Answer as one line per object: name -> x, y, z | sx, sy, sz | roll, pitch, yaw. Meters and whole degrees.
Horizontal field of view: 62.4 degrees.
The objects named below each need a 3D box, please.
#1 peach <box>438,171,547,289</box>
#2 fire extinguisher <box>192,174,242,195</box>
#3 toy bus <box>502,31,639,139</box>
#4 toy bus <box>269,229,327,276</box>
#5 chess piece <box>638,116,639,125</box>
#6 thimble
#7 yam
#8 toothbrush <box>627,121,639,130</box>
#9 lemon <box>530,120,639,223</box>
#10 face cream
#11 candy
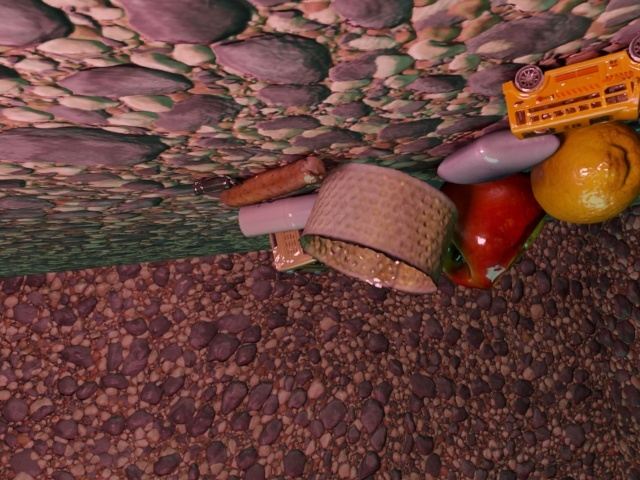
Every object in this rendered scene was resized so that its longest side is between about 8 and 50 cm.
peach -> 0.357, -0.044, 1.092 | 0.275, 0.245, 0.248 | -32, 180, -24
fire extinguisher -> -0.178, -0.098, 0.906 | 0.083, 0.025, 0.038 | -8, 152, 16
toy bus -> 0.285, -0.157, 0.562 | 0.162, 0.074, 0.070 | -8, 174, 29
toy bus -> 0.000, 0.000, 1.488 | 0.202, 0.176, 0.365 | -15, 172, 20
chess piece -> 0.555, -0.191, 0.829 | 0.093, 0.042, 0.042 | -19, 170, 34
thimble -> 0.106, -0.016, 0.959 | 0.271, 0.150, 0.271 | 19, 166, 5
yam -> -0.087, -0.098, 0.904 | 0.057, 0.056, 0.241 | -3, 175, -45
toothbrush -> 0.596, -0.202, 0.868 | 0.220, 0.016, 0.019 | -9, 174, 22
lemon -> 0.432, -0.109, 0.853 | 0.170, 0.170, 0.207 | -7, 171, -1
face cream -> -0.060, -0.062, 1.206 | 0.250, 0.077, 0.077 | -8, 176, 20
candy -> 0.282, -0.135, 0.859 | 0.138, 0.071, 0.174 | -7, 177, -10
